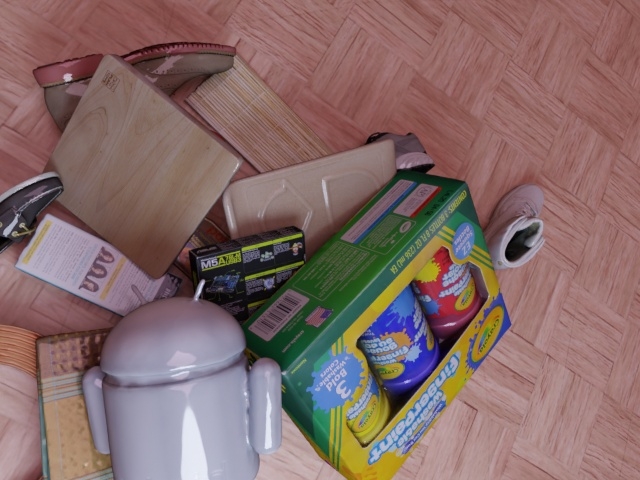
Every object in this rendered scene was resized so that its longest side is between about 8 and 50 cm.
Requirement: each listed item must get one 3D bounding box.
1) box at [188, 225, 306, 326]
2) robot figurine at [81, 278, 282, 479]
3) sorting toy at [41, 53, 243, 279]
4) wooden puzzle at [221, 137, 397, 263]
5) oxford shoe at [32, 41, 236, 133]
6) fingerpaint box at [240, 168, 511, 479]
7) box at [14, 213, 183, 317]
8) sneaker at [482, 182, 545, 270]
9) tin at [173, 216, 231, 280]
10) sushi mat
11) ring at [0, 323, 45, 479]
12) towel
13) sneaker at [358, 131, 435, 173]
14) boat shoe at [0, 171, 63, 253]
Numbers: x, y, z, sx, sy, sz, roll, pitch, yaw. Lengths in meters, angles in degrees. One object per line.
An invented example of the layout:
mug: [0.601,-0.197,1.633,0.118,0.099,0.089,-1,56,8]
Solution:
box: [-0.112,0.083,0.921,0.190,0.045,0.184,-15,112,-27]
robot figurine: [-0.193,0.232,0.780,0.299,0.200,0.354,-7,92,10]
sorting toy: [-0.281,-0.117,0.904,0.255,0.089,0.257,39,112,-1]
wooden puzzle: [0.000,0.000,1.033,0.347,0.080,0.322,-20,117,-23]
oxford shoe: [-0.310,-0.278,0.997,0.348,0.123,0.130,-18,112,-21]
fingerpaint box: [0.123,0.160,0.990,0.445,0.163,0.371,-43,127,-22]
box: [-0.366,0.058,0.938,0.244,0.060,0.101,29,73,-16]
sneaker: [0.447,-0.032,1.224,0.108,0.169,0.292,46,68,-8]
tin: [-0.199,0.036,1.023,0.190,0.040,0.106,46,73,-10]
sushi mat: [-0.103,-0.215,1.107,0.316,0.019,0.151,44,70,-11]
ring: [-0.509,0.290,0.838,0.336,0.032,0.337,-1,92,-21]
towel: [-0.284,0.316,0.868,0.271,0.040,0.370,-5,80,-30]
sneaker: [0.108,-0.168,1.148,0.271,0.100,0.108,-11,72,-33]
boat shoe: [-0.491,-0.021,0.868,0.227,0.081,0.069,-36,88,-2]
